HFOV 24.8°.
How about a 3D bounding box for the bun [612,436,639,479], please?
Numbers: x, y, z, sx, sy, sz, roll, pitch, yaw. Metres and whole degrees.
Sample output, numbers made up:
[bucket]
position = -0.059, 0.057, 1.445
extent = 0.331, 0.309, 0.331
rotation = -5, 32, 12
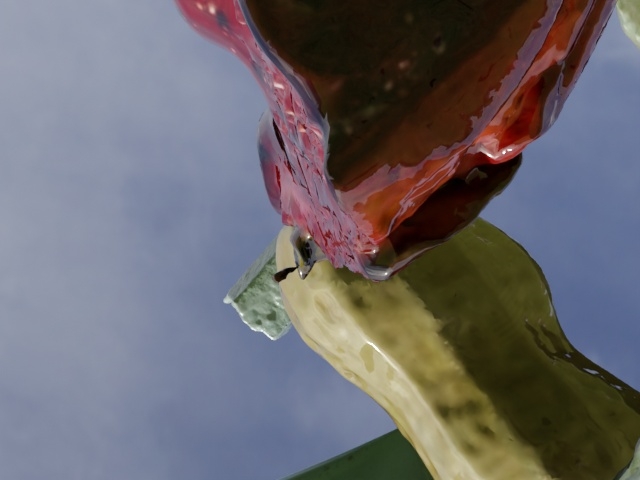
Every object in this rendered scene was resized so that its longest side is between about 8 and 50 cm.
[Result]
[bun]
position = 0.165, 0.140, 0.468
extent = 0.118, 0.195, 0.195
rotation = -2, -125, -30

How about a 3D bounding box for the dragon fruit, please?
[dragon fruit]
position = -0.003, -0.032, 0.411
extent = 0.122, 0.192, 0.092
rotation = 15, -102, -7

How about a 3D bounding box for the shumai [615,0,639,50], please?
[shumai]
position = 0.387, -0.148, 1.145
extent = 0.397, 0.324, 0.323
rotation = -41, -99, 14

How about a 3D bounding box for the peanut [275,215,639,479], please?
[peanut]
position = 0.093, 0.078, 0.821
extent = 0.130, 0.130, 0.290
rotation = -36, -101, -26

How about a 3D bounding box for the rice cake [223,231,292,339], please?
[rice cake]
position = 0.000, -0.001, 1.231
extent = 0.063, 0.069, 0.206
rotation = 40, -79, -1

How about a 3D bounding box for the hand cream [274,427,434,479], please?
[hand cream]
position = -0.053, 0.230, 1.096
extent = 0.312, 0.070, 0.111
rotation = -16, -93, -7
